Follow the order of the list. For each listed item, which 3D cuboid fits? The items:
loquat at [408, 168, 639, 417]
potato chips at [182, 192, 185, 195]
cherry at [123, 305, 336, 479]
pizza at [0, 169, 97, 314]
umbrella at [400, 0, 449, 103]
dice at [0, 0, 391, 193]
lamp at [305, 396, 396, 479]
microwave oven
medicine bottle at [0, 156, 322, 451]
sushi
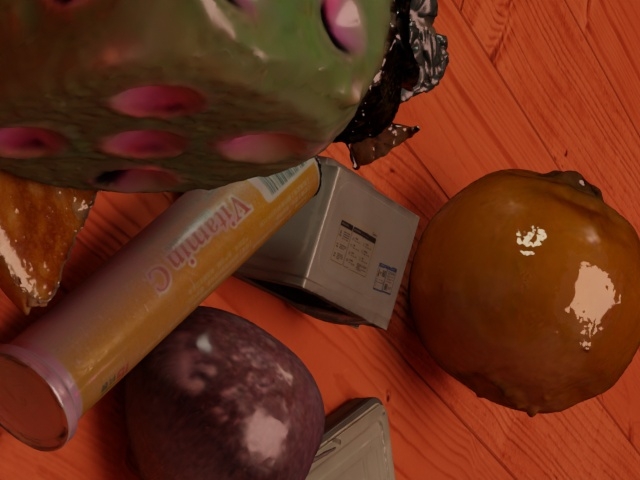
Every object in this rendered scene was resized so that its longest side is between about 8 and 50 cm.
[{"bbox_3d":[0.272,0.064,2.194,0.328,0.328,0.329,0,90,-60],"label":"loquat"},{"bbox_3d":[-0.103,-0.228,1.791,0.080,0.057,0.407,40,56,-61],"label":"potato chips"},{"bbox_3d":[-0.096,0.180,1.680,0.266,0.183,0.213,49,28,-21],"label":"cherry"},{"bbox_3d":[-0.260,-0.039,1.517,0.193,0.053,0.201,-18,94,-57],"label":"pizza"},{"bbox_3d":[0.082,-0.344,2.078,0.143,0.094,0.349,-34,117,-48],"label":"umbrella"},{"bbox_3d":[-0.144,-0.229,1.408,0.318,0.330,0.322,19,62,-54],"label":"dice"},{"bbox_3d":[0.020,0.349,2.016,0.266,0.047,0.269,-30,116,-58],"label":"lamp"},{"bbox_3d":[0.000,0.000,1.895,0.208,0.122,0.162,30,74,-57],"label":"microwave oven"},{"bbox_3d":[-0.146,0.033,1.607,0.426,0.108,0.108,-43,127,-42],"label":"medicine bottle"},{"bbox_3d":[0.031,-0.254,1.887,0.182,0.196,0.343,30,63,-60],"label":"sushi"}]
